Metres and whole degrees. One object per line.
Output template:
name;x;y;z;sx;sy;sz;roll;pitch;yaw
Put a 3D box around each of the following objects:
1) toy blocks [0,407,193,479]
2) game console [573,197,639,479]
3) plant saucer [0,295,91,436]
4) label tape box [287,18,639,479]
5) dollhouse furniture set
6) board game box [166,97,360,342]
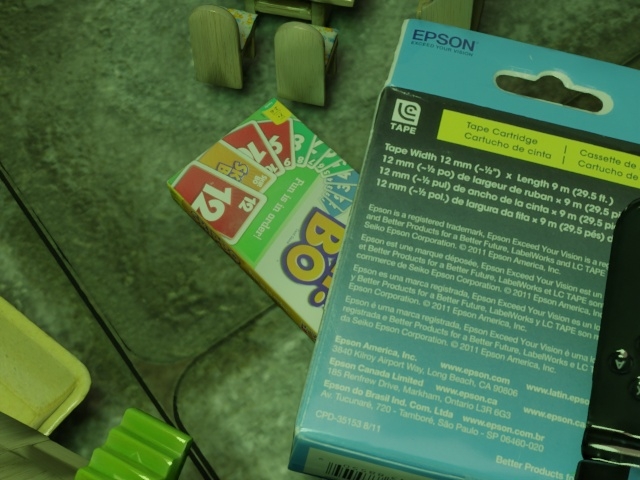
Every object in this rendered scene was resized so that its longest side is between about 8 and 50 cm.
toy blocks;-0.157;0.214;0.651;0.381;0.261;0.191;24;98;17
game console;0.286;0.128;0.646;0.293;0.173;0.250;9;107;17
plant saucer;-0.389;0.149;0.923;0.332;0.081;0.333;35;72;22
label tape box;0.138;0.026;0.881;0.249;0.115;0.348;14;64;3
dollhouse furniture set;0.020;-0.247;1.022;0.242;0.161;0.212;12;56;9
board game box;0.000;0.000;0.982;0.124;0.039;0.259;-40;67;-14
